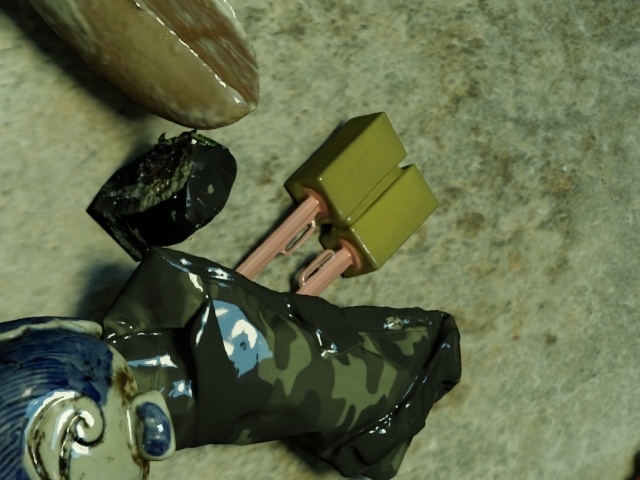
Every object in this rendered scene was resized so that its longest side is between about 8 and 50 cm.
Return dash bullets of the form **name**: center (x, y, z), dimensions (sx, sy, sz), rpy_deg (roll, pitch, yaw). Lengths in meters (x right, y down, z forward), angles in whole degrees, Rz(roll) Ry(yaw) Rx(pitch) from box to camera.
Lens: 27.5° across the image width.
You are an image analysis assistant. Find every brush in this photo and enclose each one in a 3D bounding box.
- **brush**: center (0.000, 0.000, 1.050), dimensions (0.233, 0.047, 0.103), rpy_deg (-46, 112, -36)

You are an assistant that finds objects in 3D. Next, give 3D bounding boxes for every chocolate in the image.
- **chocolate**: center (-0.153, -0.176, 0.900), dimensions (0.254, 0.080, 0.157), rpy_deg (44, 21, -26)

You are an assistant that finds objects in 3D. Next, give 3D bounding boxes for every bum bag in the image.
- **bum bag**: center (-0.022, 0.100, 0.965), dimensions (0.341, 0.095, 0.144), rpy_deg (15, 92, -43)

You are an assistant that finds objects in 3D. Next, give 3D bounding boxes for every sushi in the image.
- **sushi**: center (-0.104, -0.039, 0.923), dimensions (0.056, 0.083, 0.084), rpy_deg (47, 52, -27)

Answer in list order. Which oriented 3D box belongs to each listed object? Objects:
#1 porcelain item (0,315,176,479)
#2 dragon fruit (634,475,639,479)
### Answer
- **porcelain item**: center (-0.178, 0.192, 0.770), dimensions (0.186, 0.138, 0.287), rpy_deg (-9, 91, -30)
- **dragon fruit**: center (0.381, 0.337, 1.295), dimensions (0.295, 0.130, 0.268), rpy_deg (30, 60, -37)
